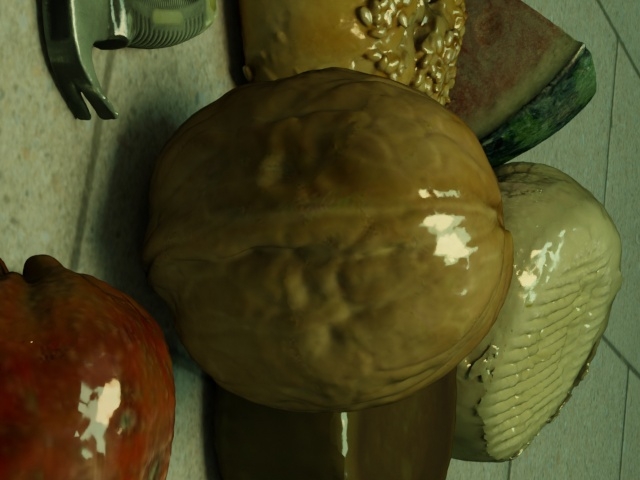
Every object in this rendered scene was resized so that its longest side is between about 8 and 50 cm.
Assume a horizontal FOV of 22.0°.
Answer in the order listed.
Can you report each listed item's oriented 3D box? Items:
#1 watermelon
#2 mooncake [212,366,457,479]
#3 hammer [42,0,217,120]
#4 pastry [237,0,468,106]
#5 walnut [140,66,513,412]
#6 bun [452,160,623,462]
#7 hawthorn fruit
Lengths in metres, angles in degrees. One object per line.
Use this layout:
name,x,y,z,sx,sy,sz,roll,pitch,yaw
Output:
watermelon,0.205,-0.211,1.905,0.283,0.251,0.292,-30,120,-69
mooncake,0.015,0.161,1.586,0.284,0.156,0.284,2,90,-64
hammer,-0.152,-0.184,1.342,0.226,0.041,0.158,-23,112,-64
pastry,0.047,-0.209,1.616,0.315,0.184,0.284,67,34,-42
walnut,0.001,0.000,1.362,0.252,0.313,0.277,-56,132,-65
bun,0.190,0.076,1.882,0.360,0.211,0.359,-43,150,-33
hawthorn fruit,-0.209,0.129,0.990,0.261,0.258,0.258,-58,146,-17
